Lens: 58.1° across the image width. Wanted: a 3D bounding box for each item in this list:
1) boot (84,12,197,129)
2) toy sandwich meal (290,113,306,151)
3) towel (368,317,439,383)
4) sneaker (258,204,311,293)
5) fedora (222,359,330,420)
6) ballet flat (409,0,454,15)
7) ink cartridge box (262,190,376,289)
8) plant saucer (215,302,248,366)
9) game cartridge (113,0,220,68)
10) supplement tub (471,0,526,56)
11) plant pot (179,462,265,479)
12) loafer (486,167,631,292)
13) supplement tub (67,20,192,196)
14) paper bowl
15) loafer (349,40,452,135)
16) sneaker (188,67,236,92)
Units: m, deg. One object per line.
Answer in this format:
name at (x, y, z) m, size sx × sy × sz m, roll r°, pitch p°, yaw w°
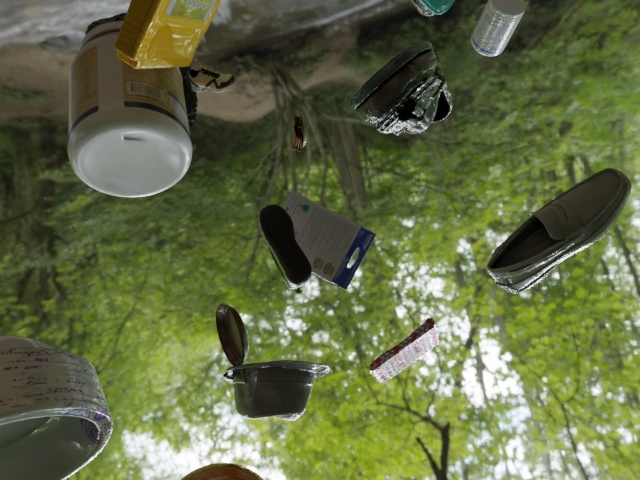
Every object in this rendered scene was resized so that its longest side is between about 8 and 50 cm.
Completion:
boot at (-0.458, -0.418, 1.465) m, size 0.260 × 0.348 × 0.131 m, roll -8°, pitch -179°, yaw 32°
toy sandwich meal at (-0.052, -0.248, 1.314) m, size 0.029 × 0.085 × 0.085 m, roll -5°, pitch -168°, yaw -10°
towel at (0.207, 0.275, 1.415) m, size 0.197 × 0.144 × 0.029 m, roll -35°, pitch -122°, yaw -4°
sneaker at (-0.099, 0.025, 1.429) m, size 0.084 × 0.234 × 0.097 m, roll -14°, pitch 158°, yaw -24°
fedora at (-0.112, 0.371, 1.400) m, size 0.275 × 0.124 × 0.244 m, roll -15°, pitch 155°, yaw 37°
ballet flat at (0.096, -0.408, 0.789) m, size 0.095 × 0.280 × 0.096 m, roll -47°, pitch -124°, yaw 10°
ink cartridge box at (0.000, 0.000, 1.673) m, size 0.311 × 0.185 × 0.065 m, roll 28°, pitch 178°, yaw 29°
plant saucer at (-0.221, 0.237, 1.458) m, size 0.029 × 0.168 × 0.168 m, roll -14°, pitch -171°, yaw -30°
game cartridge at (-0.205, -0.433, 0.941) m, size 0.323 × 0.053 × 0.285 m, roll -60°, pitch -176°, yaw 19°
supplement tub at (0.337, -0.413, 1.099) m, size 0.071 × 0.071 × 0.107 m, roll -26°, pitch 159°, yaw -20°
plant pot at (-0.150, 0.450, 0.856) m, size 0.205 × 0.205 × 0.188 m, roll -24°, pitch 172°, yaw -15°
loafer at (0.465, -0.023, 1.134) m, size 0.319 × 0.111 × 0.112 m, roll -47°, pitch -138°, yaw 13°
supplement tub at (-0.390, -0.271, 1.173) m, size 0.228 × 0.228 × 0.316 m, roll -19°, pitch -124°, yaw 6°
paper bowl at (-0.429, 0.231, 0.741) m, size 0.284 × 0.284 × 0.148 m, roll -23°, pitch -121°, yaw -14°
loafer at (0.109, -0.160, 0.639) m, size 0.096 × 0.084 × 0.267 m, roll -38°, pitch -176°, yaw 26°
sneaker at (-0.222, -0.326, 1.163) m, size 0.109 × 0.043 × 0.040 m, roll 3°, pitch -131°, yaw 23°
